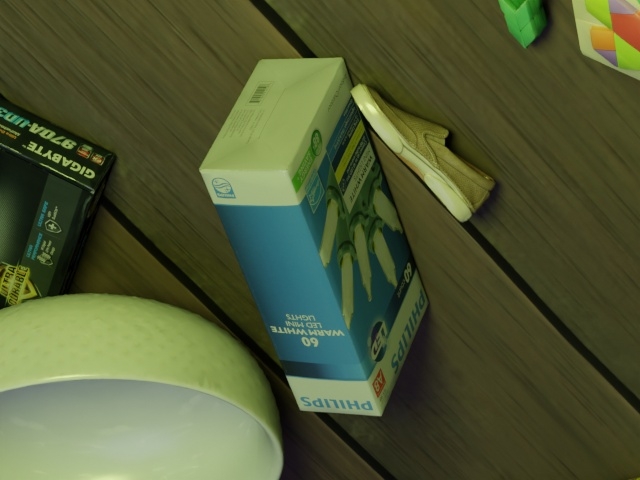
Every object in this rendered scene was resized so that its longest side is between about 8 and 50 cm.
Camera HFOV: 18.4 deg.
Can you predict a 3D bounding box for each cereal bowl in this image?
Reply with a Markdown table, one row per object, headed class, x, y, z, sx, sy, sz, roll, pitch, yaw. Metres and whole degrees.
| class | x | y | z | sx | sy | sz | roll | pitch | yaw |
| --- | --- | --- | --- | --- | --- | --- | --- | --- | --- |
| cereal bowl | -0.202 | 0.147 | 1.750 | 0.339 | 0.141 | 0.339 | -2 | 145 | -2 |

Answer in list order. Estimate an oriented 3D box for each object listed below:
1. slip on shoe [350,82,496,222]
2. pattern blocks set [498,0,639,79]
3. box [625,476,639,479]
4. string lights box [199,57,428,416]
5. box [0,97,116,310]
| class | x | y | z | sx | sy | sz | roll | pitch | yaw |
| --- | --- | --- | --- | --- | --- | --- | --- | --- | --- |
| slip on shoe | 0.078 | -0.073 | 1.492 | 0.041 | 0.051 | 0.135 | -42 | 101 | 6 |
| pattern blocks set | 0.236 | -0.126 | 1.261 | 0.325 | 0.026 | 0.285 | 22 | 158 | 40 |
| box | 0.307 | 0.360 | 1.722 | 0.290 | 0.177 | 0.279 | -22 | 119 | 41 |
| string lights box | 0.000 | 0.000 | 1.534 | 0.076 | 0.133 | 0.260 | 1 | 134 | 26 |
| box | -0.285 | -0.032 | 1.710 | 0.175 | 0.051 | 0.220 | 27 | 140 | -1 |
